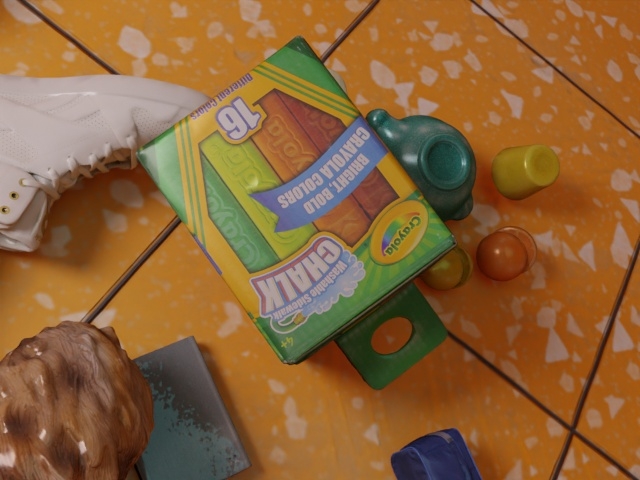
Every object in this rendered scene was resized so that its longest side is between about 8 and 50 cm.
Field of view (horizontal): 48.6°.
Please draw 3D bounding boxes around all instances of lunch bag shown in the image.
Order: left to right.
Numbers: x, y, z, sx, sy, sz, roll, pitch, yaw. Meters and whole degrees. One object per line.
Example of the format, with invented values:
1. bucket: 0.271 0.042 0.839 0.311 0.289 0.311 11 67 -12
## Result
1. lunch bag: 0.124 0.239 0.700 0.065 0.067 0.098 -16 75 -28

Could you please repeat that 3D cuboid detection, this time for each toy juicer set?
1. toy juicer set: 0.119 -0.050 0.836 0.329 0.089 0.209 15 80 -19

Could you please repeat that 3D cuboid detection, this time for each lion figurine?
1. lion figurine: -0.280 0.226 0.482 0.392 0.142 0.240 -26 68 -21

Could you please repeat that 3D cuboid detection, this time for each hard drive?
1. hard drive: -0.134 0.166 0.649 0.094 0.022 0.135 -20 75 -29

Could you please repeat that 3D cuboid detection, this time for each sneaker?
1. sneaker: -0.240 -0.065 0.670 0.292 0.108 0.169 -1 68 -14

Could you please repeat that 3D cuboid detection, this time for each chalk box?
1. chalk box: 0.000 0.000 0.660 0.180 0.179 0.289 -37 83 -3
